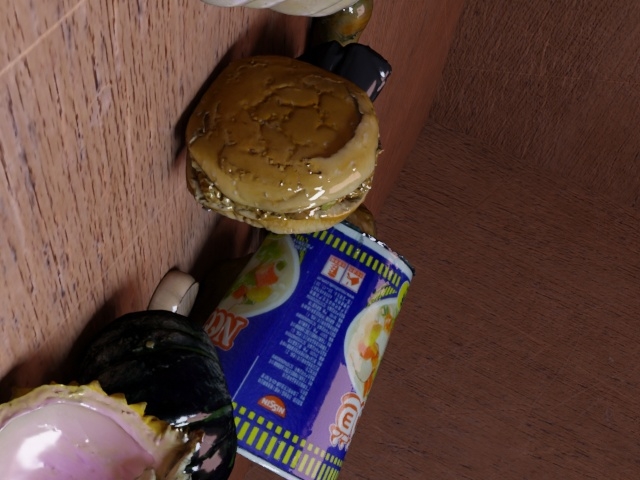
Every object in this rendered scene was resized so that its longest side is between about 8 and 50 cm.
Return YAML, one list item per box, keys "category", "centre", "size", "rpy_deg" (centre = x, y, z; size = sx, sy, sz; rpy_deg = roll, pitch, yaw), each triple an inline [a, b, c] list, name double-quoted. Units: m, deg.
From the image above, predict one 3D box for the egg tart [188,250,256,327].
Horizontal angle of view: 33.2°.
- category: "egg tart"
  centre: [-0.124, 0.099, 1.576]
  size: [0.241, 0.106, 0.241]
  rpy_deg: [-60, 168, -22]

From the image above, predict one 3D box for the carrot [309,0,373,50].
- category: "carrot"
  centre: [0.011, -0.259, 1.551]
  size: [0.078, 0.078, 0.298]
  rpy_deg: [-61, 176, -33]

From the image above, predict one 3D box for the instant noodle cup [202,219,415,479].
- category: "instant noodle cup"
  centre: [-0.030, 0.133, 1.378]
  size: [0.312, 0.284, 0.284]
  rpy_deg: [-62, 172, -10]

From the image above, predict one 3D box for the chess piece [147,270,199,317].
- category: "chess piece"
  centre: [-0.184, 0.078, 1.336]
  size: [0.084, 0.038, 0.084]
  rpy_deg: [-63, 174, -11]

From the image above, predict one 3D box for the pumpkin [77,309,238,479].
- category: "pumpkin"
  centre: [-0.171, 0.181, 1.126]
  size: [0.220, 0.161, 0.221]
  rpy_deg: [170, -90, -74]

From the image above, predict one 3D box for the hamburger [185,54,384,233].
- category: "hamburger"
  centre: [-0.037, -0.101, 1.138]
  size: [0.108, 0.213, 0.214]
  rpy_deg: [95, 20, -51]

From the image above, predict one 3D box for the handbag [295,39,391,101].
- category: "handbag"
  centre: [-0.025, -0.135, 1.347]
  size: [0.244, 0.088, 0.275]
  rpy_deg: [-61, -164, -1]

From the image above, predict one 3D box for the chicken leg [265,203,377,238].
- category: "chicken leg"
  centre: [0.000, 0.000, 1.695]
  size: [0.409, 0.182, 0.295]
  rpy_deg: [73, 6, -60]

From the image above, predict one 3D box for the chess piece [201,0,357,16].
- category: "chess piece"
  centre: [-0.043, -0.255, 0.932]
  size: [0.143, 0.142, 0.261]
  rpy_deg: [-69, 168, 23]

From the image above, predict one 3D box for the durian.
- category: "durian"
  centre: [-0.266, 0.261, 0.939]
  size: [0.305, 0.185, 0.195]
  rpy_deg: [-56, -172, -32]
